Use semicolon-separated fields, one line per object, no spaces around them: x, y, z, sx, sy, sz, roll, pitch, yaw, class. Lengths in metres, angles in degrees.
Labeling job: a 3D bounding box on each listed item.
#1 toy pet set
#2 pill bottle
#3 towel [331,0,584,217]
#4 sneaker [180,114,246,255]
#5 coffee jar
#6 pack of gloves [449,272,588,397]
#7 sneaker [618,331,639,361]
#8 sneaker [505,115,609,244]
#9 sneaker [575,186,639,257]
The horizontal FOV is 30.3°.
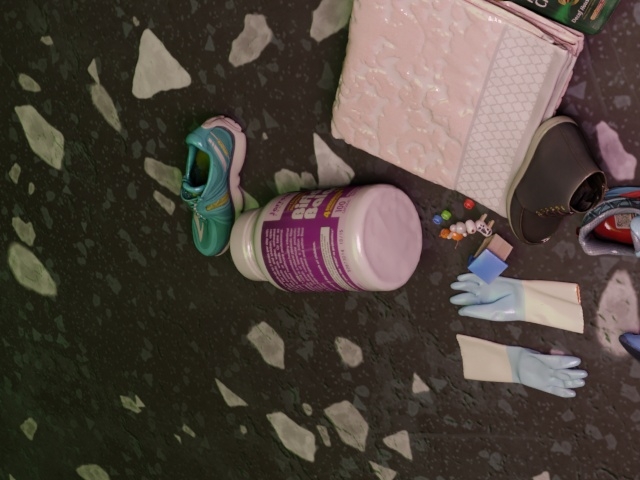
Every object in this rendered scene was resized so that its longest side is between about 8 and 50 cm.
0.220;0.009;1.765;0.114;0.065;0.122;38;159;-7;toy pet set
0.000;0.000;1.903;0.301;0.169;0.169;-4;110;42;pill bottle
0.172;-0.211;1.646;0.317;0.053;0.332;27;138;14;towel
-0.205;-0.090;2.078;0.107;0.110;0.275;25;128;29;sneaker
0.280;-0.329;1.474;0.184;0.079;0.096;17;131;-10;coffee jar
0.294;0.151;1.816;0.232;0.046;0.195;5;115;40;pack of gloves
0.481;0.148;1.648;0.053;0.059;0.144;44;162;-32;sneaker
0.318;-0.049;1.608;0.222;0.083;0.118;94;160;-46;sneaker
0.453;-0.013;1.526;0.261;0.125;0.104;-7;108;44;sneaker
